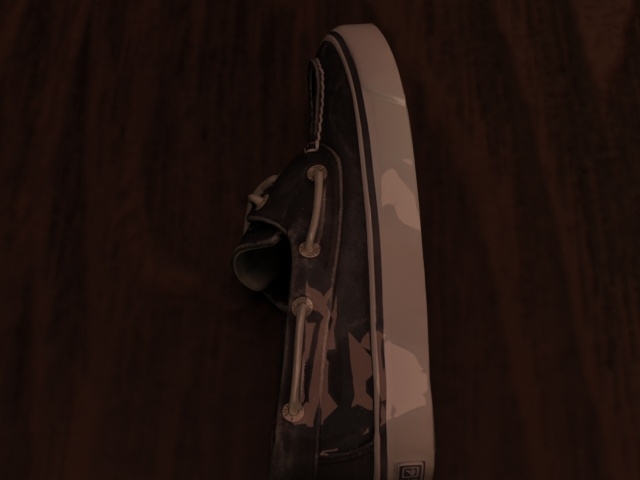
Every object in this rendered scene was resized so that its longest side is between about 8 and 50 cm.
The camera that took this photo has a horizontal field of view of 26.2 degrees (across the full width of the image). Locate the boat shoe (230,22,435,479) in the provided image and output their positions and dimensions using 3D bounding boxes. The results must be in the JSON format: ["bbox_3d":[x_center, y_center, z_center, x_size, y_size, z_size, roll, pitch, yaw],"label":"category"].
[{"bbox_3d":[0.000,0.000,0.776,0.102,0.108,0.301,-1,60,-4],"label":"boat shoe"}]
